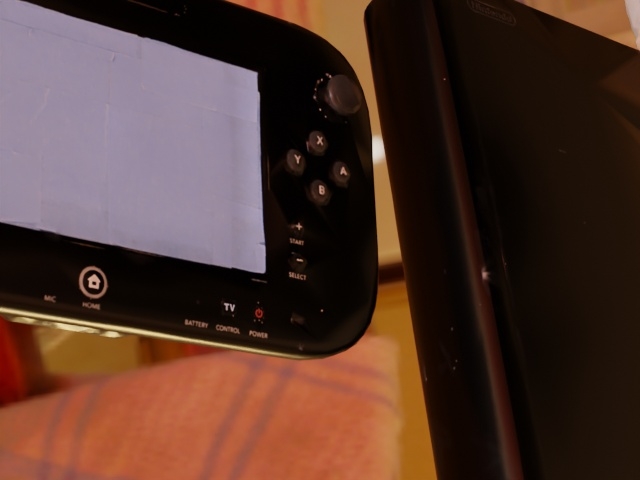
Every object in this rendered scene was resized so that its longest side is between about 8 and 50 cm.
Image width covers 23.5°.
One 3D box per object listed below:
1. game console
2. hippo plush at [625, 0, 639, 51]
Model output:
[{"bbox_3d":[0.000,0.000,0.451,0.361,0.044,0.213,12,57,-37],"label":"game console"},{"bbox_3d":[0.210,-0.126,0.429,0.234,0.294,0.236,-50,153,-37],"label":"hippo plush"}]
